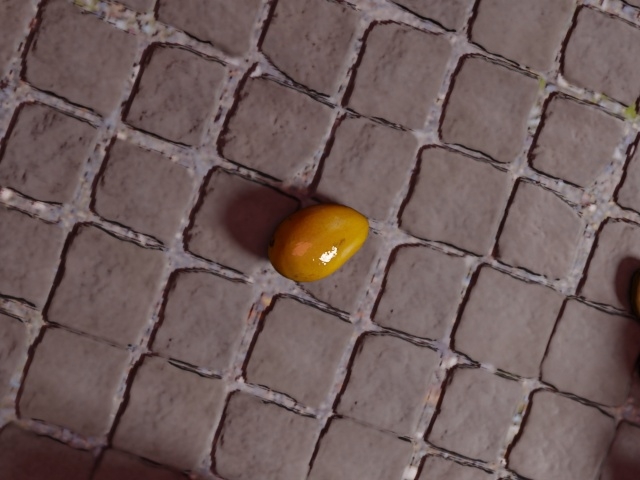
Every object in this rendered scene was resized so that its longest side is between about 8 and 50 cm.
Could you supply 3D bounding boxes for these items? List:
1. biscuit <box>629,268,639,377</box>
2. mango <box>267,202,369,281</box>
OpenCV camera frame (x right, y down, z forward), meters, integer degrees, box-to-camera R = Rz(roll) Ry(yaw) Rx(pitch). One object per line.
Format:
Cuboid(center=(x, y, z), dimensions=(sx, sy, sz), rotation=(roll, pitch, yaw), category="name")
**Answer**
Cuboid(center=(0.378, 0.065, 0.840), dimensions=(0.205, 0.031, 0.138), rotation=(-8, 93, -9), category="biscuit")
Cuboid(center=(0.000, 0.000, 0.774), dimensions=(0.089, 0.046, 0.060), rotation=(-20, 97, -20), category="mango")
